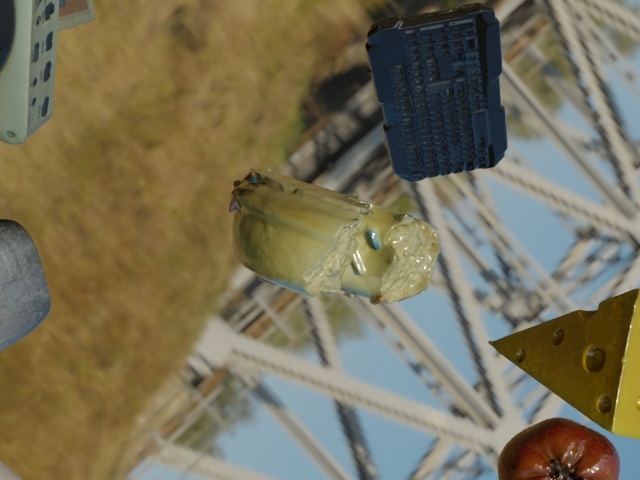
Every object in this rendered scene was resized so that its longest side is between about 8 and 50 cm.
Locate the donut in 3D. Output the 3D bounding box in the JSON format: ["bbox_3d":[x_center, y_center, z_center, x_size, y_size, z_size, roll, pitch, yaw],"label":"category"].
[{"bbox_3d":[-0.003,-0.001,0.937,0.166,0.108,0.065,8,99,-66],"label":"donut"}]

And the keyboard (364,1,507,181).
[{"bbox_3d":[0.097,-0.113,1.261,0.106,0.016,0.262,-9,155,5],"label":"keyboard"}]

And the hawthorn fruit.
[{"bbox_3d":[0.256,0.259,1.697,0.133,0.133,0.138,-42,173,-6],"label":"hawthorn fruit"}]

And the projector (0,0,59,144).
[{"bbox_3d":[-0.340,-0.228,1.281,0.079,0.259,0.257,-52,160,-47],"label":"projector"}]

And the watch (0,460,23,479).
[{"bbox_3d":[-0.456,0.349,1.799,0.244,0.196,0.231,-43,-174,32],"label":"watch"}]

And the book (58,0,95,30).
[{"bbox_3d":[-0.276,-0.305,1.403,0.018,0.241,0.170,-2,-164,28],"label":"book"}]

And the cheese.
[{"bbox_3d":[0.235,0.103,1.356,0.171,0.093,0.126,5,-97,55],"label":"cheese"}]

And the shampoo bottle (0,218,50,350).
[{"bbox_3d":[-0.279,0.059,0.951,0.234,0.087,0.049,-25,-159,-34],"label":"shampoo bottle"}]
